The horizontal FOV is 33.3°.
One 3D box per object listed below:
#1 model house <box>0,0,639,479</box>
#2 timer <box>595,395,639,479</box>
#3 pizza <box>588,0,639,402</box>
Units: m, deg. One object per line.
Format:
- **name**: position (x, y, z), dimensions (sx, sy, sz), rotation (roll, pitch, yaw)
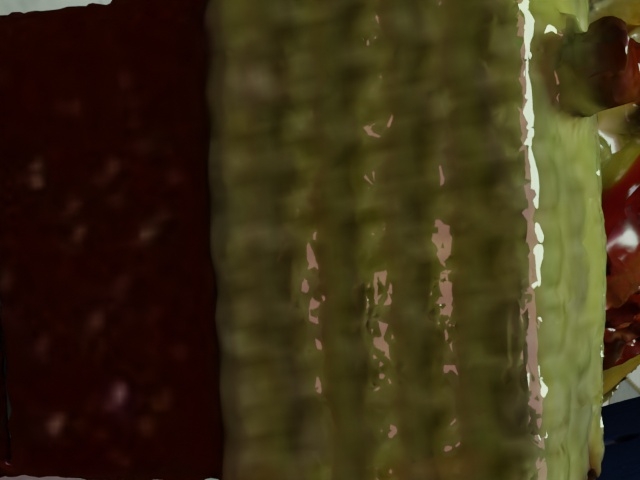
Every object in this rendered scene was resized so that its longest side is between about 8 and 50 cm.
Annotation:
- **model house**: position (0.000, 0.000, 0.412), dimensions (0.160, 0.254, 0.195), rotation (-2, 89, -54)
- **timer**: position (0.229, 0.292, 0.612), dimensions (0.270, 0.270, 0.383), rotation (-12, 83, -57)
- **pizza**: position (0.134, 0.000, 0.653), dimensions (0.406, 0.130, 0.439), rotation (-4, 130, -35)
